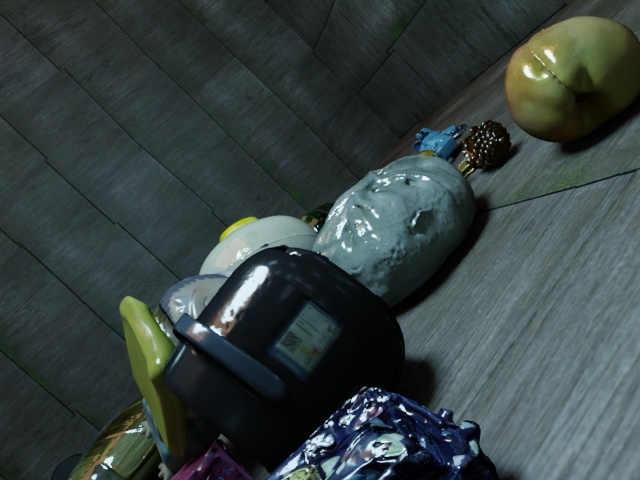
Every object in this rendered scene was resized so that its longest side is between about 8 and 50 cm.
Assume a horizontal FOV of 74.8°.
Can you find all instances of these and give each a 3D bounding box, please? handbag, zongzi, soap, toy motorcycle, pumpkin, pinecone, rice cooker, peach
[{"bbox_3d":[0.354,-0.178,1.002,0.083,0.027,0.061,-49,8,18],"label":"handbag"},{"bbox_3d":[-0.369,0.454,0.939,0.432,0.208,0.403,-43,5,6],"label":"zongzi"},{"bbox_3d":[0.010,0.219,0.306,0.260,0.113,0.162,-40,10,-15],"label":"handbag"},{"bbox_3d":[-0.198,0.404,0.605,0.250,0.099,0.162,-45,-1,5],"label":"soap"},{"bbox_3d":[0.332,-0.262,1.302,0.272,0.123,0.182,-48,16,-21],"label":"toy motorcycle"},{"bbox_3d":[0.000,0.000,1.457,0.300,0.207,0.300,-32,3,2],"label":"pumpkin"},{"bbox_3d":[0.344,-0.189,0.873,0.102,0.102,0.109,-47,-22,-12],"label":"pinecone"},{"bbox_3d":[-0.040,0.140,0.509,0.224,0.267,0.267,-53,8,-22],"label":"rice cooker"},{"bbox_3d":[0.368,-0.239,0.624,0.184,0.184,0.184,-45,6,6],"label":"peach"}]

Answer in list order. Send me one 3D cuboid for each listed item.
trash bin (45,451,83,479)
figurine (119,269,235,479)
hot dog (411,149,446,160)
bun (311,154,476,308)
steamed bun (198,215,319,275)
[{"bbox_3d":[-0.639,0.697,1.019,0.301,0.252,0.203,-50,7,7],"label":"trash bin"},{"bbox_3d":[-0.147,0.223,0.794,0.377,0.266,0.361,-14,-47,-31],"label":"figurine"},{"bbox_3d":[0.207,-0.102,1.001,0.162,0.082,0.270,7,-44,-40],"label":"hot dog"},{"bbox_3d":[0.117,-0.023,0.794,0.354,0.194,0.354,-44,8,8],"label":"bun"},{"bbox_3d":[-0.147,0.104,1.150,0.374,0.334,0.334,-30,4,-7],"label":"steamed bun"}]
